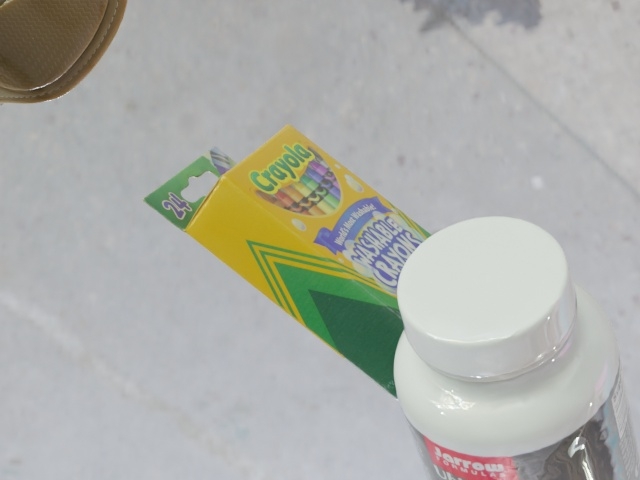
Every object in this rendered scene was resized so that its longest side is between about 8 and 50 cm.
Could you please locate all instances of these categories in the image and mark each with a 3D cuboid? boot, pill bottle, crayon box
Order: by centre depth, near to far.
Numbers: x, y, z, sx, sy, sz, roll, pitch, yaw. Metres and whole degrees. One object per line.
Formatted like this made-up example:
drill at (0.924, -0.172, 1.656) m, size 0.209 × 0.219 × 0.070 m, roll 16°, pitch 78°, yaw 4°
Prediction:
pill bottle at (0.157, 0.134, 1.382) m, size 0.176 × 0.176 × 0.318 m, roll -14°, pitch 134°, yaw 7°
boot at (-0.258, -0.180, 1.429) m, size 0.109 × 0.220 × 0.283 m, roll 34°, pitch 120°, yaw -22°
crayon box at (0.000, 0.000, 1.770) m, size 0.323 × 0.203 × 0.083 m, roll 37°, pitch 116°, yaw 3°
